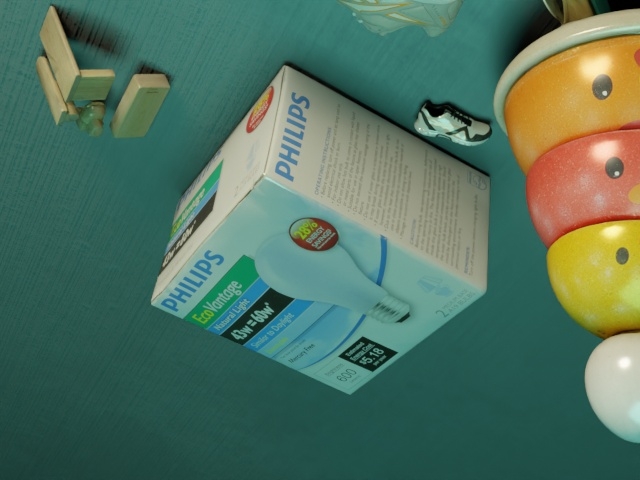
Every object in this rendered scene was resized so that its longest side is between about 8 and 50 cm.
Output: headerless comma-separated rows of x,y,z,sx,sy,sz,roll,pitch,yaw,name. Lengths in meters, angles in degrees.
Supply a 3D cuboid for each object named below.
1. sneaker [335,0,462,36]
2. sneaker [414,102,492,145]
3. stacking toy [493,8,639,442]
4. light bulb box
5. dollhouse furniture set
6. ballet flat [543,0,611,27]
0.051,-0.307,1.305,0.262,0.099,0.121,12,143,0,sneaker
0.187,-0.163,1.475,0.109,0.040,0.043,10,136,0,sneaker
0.384,0.002,1.255,0.351,0.480,0.350,3,157,1,stacking toy
0.000,0.000,1.555,0.361,0.225,0.358,26,136,-19,light bulb box
-0.315,-0.236,1.503,0.151,0.123,0.144,-7,151,-36,dollhouse furniture set
0.286,-0.325,1.252,0.073,0.080,0.232,-2,138,30,ballet flat
